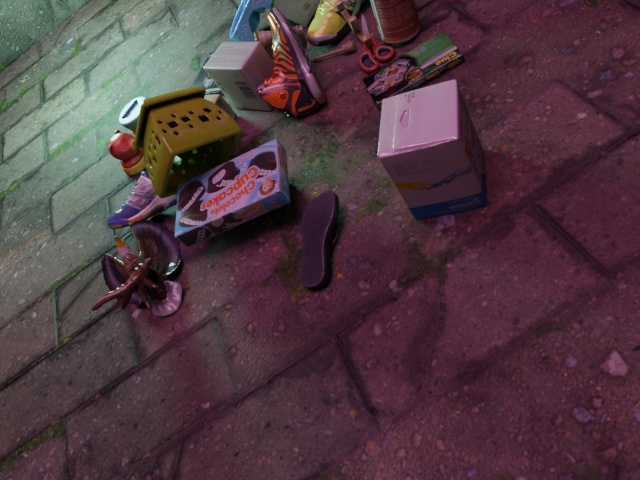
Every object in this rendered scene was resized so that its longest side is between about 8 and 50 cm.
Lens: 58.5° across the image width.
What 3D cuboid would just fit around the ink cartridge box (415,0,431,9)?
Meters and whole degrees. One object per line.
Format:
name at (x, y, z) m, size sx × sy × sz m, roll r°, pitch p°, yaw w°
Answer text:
ink cartridge box at (0.259, -0.811, 1.729) m, size 0.086 × 0.148 × 0.203 m, roll -31°, pitch 48°, yaw 7°

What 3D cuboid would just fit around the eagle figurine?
eagle figurine at (-0.499, 0.073, 1.573) m, size 0.226 × 0.225 × 0.298 m, roll -1°, pitch 10°, yaw -15°

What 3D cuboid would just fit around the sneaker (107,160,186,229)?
sneaker at (-0.523, -0.137, 1.725) m, size 0.296 × 0.131 × 0.112 m, roll -26°, pitch 9°, yaw 6°

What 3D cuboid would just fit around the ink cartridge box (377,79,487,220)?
ink cartridge box at (0.245, -0.189, 1.231) m, size 0.168 × 0.232 × 0.171 m, roll -11°, pitch 54°, yaw 26°

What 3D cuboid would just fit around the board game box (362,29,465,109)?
board game box at (0.250, -0.467, 1.570) m, size 0.260 × 0.030 × 0.136 m, roll -28°, pitch 46°, yaw 12°

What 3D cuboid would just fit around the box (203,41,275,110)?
box at (-0.233, -0.517, 1.800) m, size 0.182 × 0.181 × 0.119 m, roll 15°, pitch 65°, yaw 38°

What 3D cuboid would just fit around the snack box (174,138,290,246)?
snack box at (-0.233, -0.123, 1.493) m, size 0.322 × 0.060 × 0.187 m, roll -22°, pitch 51°, yaw 19°

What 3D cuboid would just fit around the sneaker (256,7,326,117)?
sneaker at (-0.125, -0.513, 1.689) m, size 0.180 × 0.124 × 0.321 m, roll -25°, pitch 84°, yaw 14°

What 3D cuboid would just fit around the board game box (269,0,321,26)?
board game box at (-0.074, -0.898, 1.967) m, size 0.144 × 0.142 × 0.275 m, roll -47°, pitch 32°, yaw 47°

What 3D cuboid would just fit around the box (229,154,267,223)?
box at (-0.204, -0.144, 1.585) m, size 0.180 × 0.077 × 0.147 m, roll 19°, pitch 70°, yaw 40°

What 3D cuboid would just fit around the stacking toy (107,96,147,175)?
stacking toy at (-0.599, -0.407, 1.985) m, size 0.279 × 0.130 × 0.309 m, roll -19°, pitch 50°, yaw 20°

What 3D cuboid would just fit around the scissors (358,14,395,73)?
scissors at (0.136, -0.604, 1.744) m, size 0.109 × 0.021 × 0.297 m, roll -32°, pitch 48°, yaw 9°

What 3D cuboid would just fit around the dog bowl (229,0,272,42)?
dog bowl at (-0.232, -0.806, 1.978) m, size 0.297 × 0.074 × 0.166 m, roll -53°, pitch 29°, yaw 39°

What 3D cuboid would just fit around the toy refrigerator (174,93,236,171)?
toy refrigerator at (-0.374, -0.326, 1.807) m, size 0.094 × 0.102 × 0.269 m, roll 8°, pitch 62°, yaw 35°

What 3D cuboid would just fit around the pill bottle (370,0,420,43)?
pill bottle at (0.204, -0.678, 1.611) m, size 0.121 × 0.216 × 0.121 m, roll -12°, pitch 48°, yaw 14°

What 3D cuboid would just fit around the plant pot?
plant pot at (-0.384, -0.286, 1.591) m, size 0.228 × 0.227 × 0.207 m, roll -26°, pitch 74°, yaw -34°

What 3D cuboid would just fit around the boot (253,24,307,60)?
boot at (-0.124, -0.620, 1.841) m, size 0.165 × 0.213 × 0.077 m, roll -12°, pitch 84°, yaw -2°

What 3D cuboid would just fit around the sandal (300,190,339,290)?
sandal at (-0.001, 0.001, 1.382) m, size 0.097 × 0.054 × 0.254 m, roll -7°, pitch 64°, yaw 37°

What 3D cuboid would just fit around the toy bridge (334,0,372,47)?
toy bridge at (0.103, -0.655, 1.739) m, size 0.026 × 0.063 × 0.188 m, roll -34°, pitch 67°, yaw 6°

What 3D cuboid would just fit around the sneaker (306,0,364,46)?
sneaker at (0.061, -0.792, 1.839) m, size 0.145 × 0.147 × 0.384 m, roll 22°, pitch 74°, yaw 38°

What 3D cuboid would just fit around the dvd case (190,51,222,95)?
dvd case at (-0.380, -0.604, 2.068) m, size 0.164 × 0.018 × 0.221 m, roll 3°, pitch 59°, yaw 32°

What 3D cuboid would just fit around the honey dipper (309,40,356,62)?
honey dipper at (0.035, -0.587, 1.789) m, size 0.161 × 0.030 × 0.030 m, roll -6°, pitch 56°, yaw 31°
